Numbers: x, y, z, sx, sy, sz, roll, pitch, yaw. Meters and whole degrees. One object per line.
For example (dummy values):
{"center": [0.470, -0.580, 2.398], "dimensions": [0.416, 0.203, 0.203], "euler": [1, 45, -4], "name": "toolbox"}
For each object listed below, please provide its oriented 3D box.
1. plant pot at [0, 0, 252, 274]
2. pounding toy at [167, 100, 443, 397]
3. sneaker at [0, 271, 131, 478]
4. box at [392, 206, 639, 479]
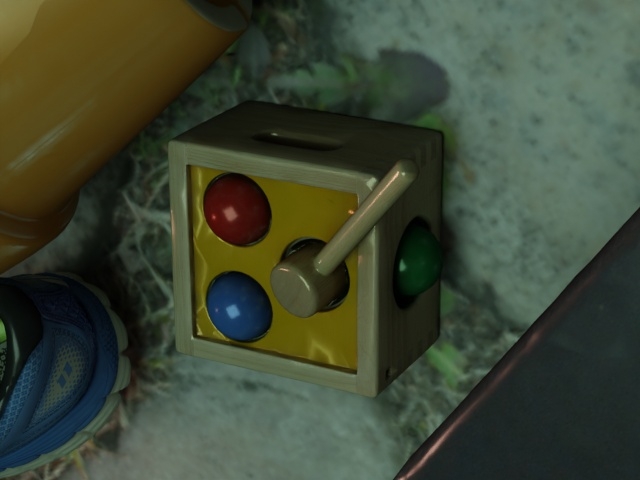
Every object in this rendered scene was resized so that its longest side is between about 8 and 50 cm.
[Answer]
{"center": [-0.143, -0.107, 0.835], "dimensions": [0.188, 0.205, 0.205], "euler": [-29, 93, 19], "name": "plant pot"}
{"center": [0.000, 0.000, 0.839], "dimensions": [0.141, 0.100, 0.130], "euler": [11, 115, 26], "name": "pounding toy"}
{"center": [-0.262, 0.111, 0.926], "dimensions": [0.330, 0.147, 0.130], "euler": [-35, 73, 3], "name": "sneaker"}
{"center": [0.272, 0.031, 0.628], "dimensions": [0.293, 0.212, 0.395], "euler": [44, 124, 7], "name": "box"}
